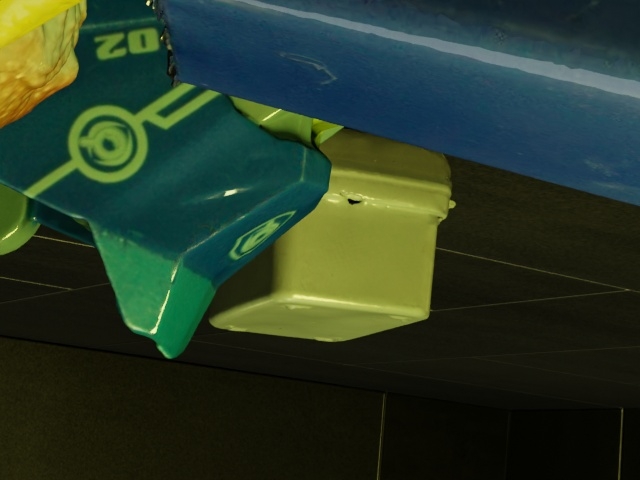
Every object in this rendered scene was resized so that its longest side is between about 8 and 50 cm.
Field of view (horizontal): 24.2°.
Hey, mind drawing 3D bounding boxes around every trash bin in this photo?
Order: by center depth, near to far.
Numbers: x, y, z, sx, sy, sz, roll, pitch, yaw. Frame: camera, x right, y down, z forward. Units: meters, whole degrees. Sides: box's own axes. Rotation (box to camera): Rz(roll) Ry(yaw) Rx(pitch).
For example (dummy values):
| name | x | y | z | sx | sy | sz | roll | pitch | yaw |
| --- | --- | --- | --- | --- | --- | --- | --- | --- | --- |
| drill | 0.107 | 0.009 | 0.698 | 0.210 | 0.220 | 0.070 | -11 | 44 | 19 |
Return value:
| name | x | y | z | sx | sy | sz | roll | pitch | yaw |
| --- | --- | --- | --- | --- | --- | --- | --- | --- | --- |
| trash bin | 0.068 | -0.086 | 0.491 | 0.234 | 0.184 | 0.162 | 11 | 168 | 0 |

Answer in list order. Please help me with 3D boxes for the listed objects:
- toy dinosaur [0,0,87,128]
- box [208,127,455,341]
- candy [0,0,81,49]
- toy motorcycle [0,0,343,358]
| name | x | y | z | sx | sy | sz | roll | pitch | yaw |
| --- | --- | --- | --- | --- | --- | --- | --- | --- | --- |
| toy dinosaur | -0.134 | -0.091 | 0.427 | 0.092 | 0.393 | 0.205 | -26 | 130 | 6 |
| box | 0.000 | 0.000 | 1.086 | 0.148 | 0.129 | 0.210 | 7 | 169 | -18 |
| candy | -0.012 | -0.129 | 0.271 | 0.081 | 0.187 | 0.297 | 29 | 164 | -16 |
| toy motorcycle | -0.125 | -0.051 | 0.696 | 0.326 | 0.200 | 0.191 | 5 | 169 | 9 |
